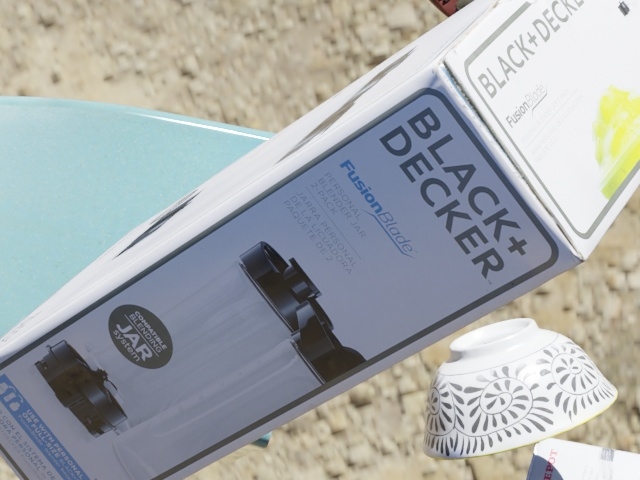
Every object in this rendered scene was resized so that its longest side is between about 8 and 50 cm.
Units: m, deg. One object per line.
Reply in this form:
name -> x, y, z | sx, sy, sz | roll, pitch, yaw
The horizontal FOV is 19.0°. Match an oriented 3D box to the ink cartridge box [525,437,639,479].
ink cartridge box -> 0.254, 0.244, 1.673 | 0.150, 0.063, 0.109 | 9, 56, 17

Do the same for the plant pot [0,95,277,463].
plant pot -> -0.132, 0.010, 1.054 | 0.234, 0.165, 0.165 | 16, 78, -7

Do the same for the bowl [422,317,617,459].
bowl -> 0.153, 0.114, 1.580 | 0.170, 0.170, 0.080 | -19, 98, -2

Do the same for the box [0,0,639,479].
box -> 0.000, 0.000, 0.782 | 0.087, 0.290, 0.169 | 53, 35, -6

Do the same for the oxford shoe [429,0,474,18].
oxford shoe -> 0.109, -0.240, 1.420 | 0.123, 0.130, 0.348 | -59, 38, 25
